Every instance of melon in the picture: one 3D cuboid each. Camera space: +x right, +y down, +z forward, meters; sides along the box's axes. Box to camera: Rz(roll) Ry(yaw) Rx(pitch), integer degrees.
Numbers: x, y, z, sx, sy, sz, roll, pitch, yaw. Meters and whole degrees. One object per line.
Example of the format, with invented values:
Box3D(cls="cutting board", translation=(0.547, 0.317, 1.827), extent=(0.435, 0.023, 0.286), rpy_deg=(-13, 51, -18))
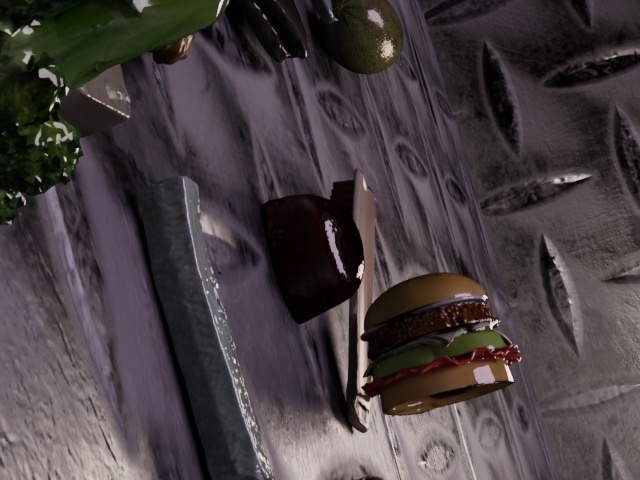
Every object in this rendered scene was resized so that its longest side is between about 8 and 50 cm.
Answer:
Box3D(cls="melon", translation=(0.060, -0.298, 1.873), extent=(0.167, 0.114, 0.114), rpy_deg=(31, 43, -66))

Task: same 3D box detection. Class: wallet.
Box3D(cls="wallet", translation=(-0.083, -0.322, 1.483), extent=(0.168, 0.052, 0.245), rpy_deg=(53, 16, -42))

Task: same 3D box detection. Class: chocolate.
Box3D(cls="chocolate", translation=(0.000, 0.000, 1.332), extent=(0.148, 0.080, 0.125), rpy_deg=(-78, 148, -62))

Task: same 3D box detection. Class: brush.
Box3D(cls="brush", translation=(0.032, 0.063, 1.470), extent=(0.060, 0.050, 0.321), rpy_deg=(60, 26, -51))

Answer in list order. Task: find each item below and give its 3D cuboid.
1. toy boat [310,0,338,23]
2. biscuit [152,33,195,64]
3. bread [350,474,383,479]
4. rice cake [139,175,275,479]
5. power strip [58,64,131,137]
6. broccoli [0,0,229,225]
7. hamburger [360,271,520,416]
Box3D(cls="toy boat", translation=(-0.024, -0.364, 1.543), extent=(0.206, 0.096, 0.282), rpy_deg=(84, -14, -70))
Box3D(cls="biscuit", translation=(-0.153, -0.317, 1.030), extent=(0.329, 0.078, 0.335), rpy_deg=(79, -4, -49))
Box3D(cls="bread", translation=(0.047, 0.277, 1.233), extent=(0.072, 0.053, 0.106), rpy_deg=(60, 23, -32))
Box3D(cls="rice cake", translation=(-0.085, 0.073, 0.965), extent=(0.042, 0.045, 0.245), rpy_deg=(13, 61, -78))
Box3D(cls="power strip", translation=(-0.193, -0.214, 0.879), extent=(0.093, 0.053, 0.288), rpy_deg=(25, 48, -71))
Box3D(cls="broccoli", translation=(-0.147, -0.152, 0.617), extent=(0.265, 0.245, 0.294), rpy_deg=(91, 12, -72))
Box3D(cls="hamburger", translation=(0.118, 0.106, 1.389), extent=(0.175, 0.175, 0.137), rpy_deg=(31, 41, -70))
